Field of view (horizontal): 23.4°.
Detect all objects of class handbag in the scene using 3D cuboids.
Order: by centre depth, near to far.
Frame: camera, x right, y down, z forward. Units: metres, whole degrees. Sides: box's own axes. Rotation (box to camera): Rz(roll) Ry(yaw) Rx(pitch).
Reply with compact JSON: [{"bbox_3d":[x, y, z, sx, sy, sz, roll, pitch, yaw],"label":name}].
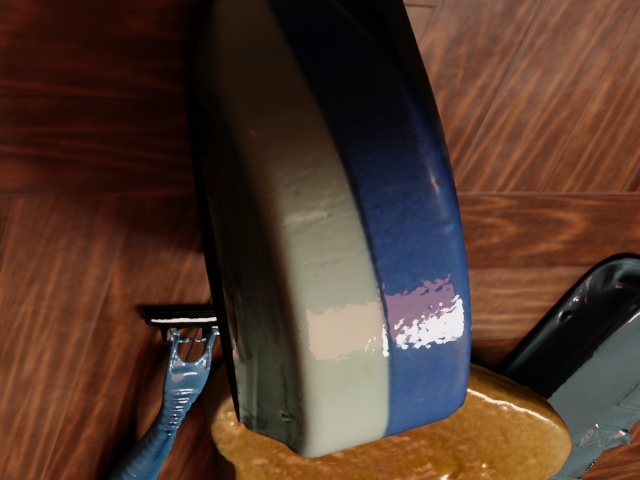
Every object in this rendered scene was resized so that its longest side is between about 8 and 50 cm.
[{"bbox_3d":[0.250,0.119,1.372,0.179,0.062,0.229,12,127,-42],"label":"handbag"}]

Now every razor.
[{"bbox_3d":[-0.131,0.150,1.199,0.082,0.042,0.253,1,134,-31],"label":"razor"}]

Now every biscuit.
[{"bbox_3d":[0.062,0.185,1.280,0.287,0.057,0.344,-20,124,0],"label":"biscuit"}]

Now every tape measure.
[{"bbox_3d":[-0.002,-0.001,0.951,0.138,0.262,0.259,-10,138,-5],"label":"tape measure"}]
